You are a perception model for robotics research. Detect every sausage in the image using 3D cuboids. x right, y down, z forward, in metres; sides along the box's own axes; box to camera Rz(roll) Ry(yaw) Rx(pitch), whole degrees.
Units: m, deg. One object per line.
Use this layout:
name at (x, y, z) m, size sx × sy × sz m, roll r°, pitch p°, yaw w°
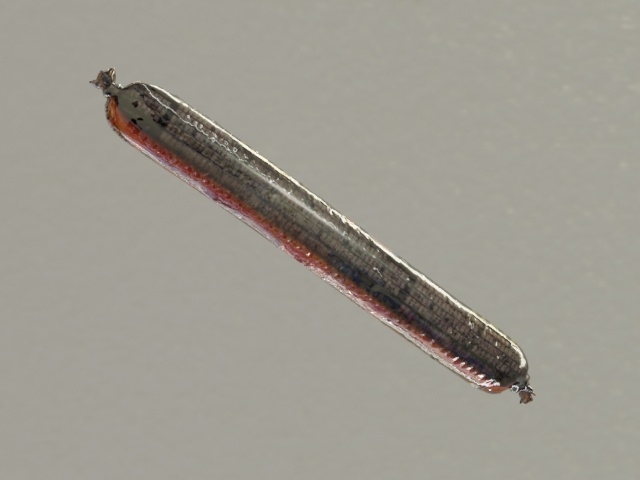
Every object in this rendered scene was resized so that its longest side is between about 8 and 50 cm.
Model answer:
sausage at (0.000, 0.000, 0.681) m, size 0.025 × 0.198 × 0.028 m, roll -54°, pitch -170°, yaw 1°
